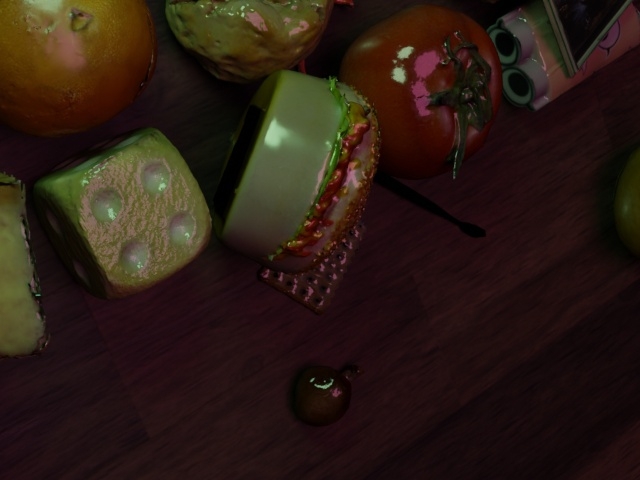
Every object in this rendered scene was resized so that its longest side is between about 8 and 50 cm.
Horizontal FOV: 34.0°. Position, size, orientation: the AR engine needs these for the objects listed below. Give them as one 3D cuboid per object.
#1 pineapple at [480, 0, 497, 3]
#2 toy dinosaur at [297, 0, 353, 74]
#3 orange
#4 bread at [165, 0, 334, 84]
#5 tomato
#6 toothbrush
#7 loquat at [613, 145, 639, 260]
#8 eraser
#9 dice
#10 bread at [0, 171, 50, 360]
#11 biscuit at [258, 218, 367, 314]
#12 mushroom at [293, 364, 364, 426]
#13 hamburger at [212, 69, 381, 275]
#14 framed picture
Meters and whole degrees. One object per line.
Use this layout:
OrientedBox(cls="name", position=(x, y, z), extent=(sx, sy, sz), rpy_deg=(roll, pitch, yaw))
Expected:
OrientedBox(cls="pineapple", position=(0.282, -0.563, 1.662), extent=(0.165, 0.165, 0.365), rpy_deg=(24, 71, -30))
OrientedBox(cls="toy dinosaur", position=(0.008, -0.362, 1.549), extent=(0.101, 0.055, 0.280), rpy_deg=(-7, 98, -22))
OrientedBox(cls="orange", position=(-0.320, -0.243, 1.256), extent=(0.240, 0.240, 0.240), rpy_deg=(-2, 94, -32))
OrientedBox(cls="bread", position=(-0.089, -0.332, 1.431), extent=(0.244, 0.134, 0.245), rpy_deg=(0, 89, -25))
OrientedBox(cls="tomato", position=(0.145, -0.217, 1.534), extent=(0.255, 0.224, 0.256), rpy_deg=(-7, 100, -44))
OrientedBox(cls="toothbrush", position=(0.166, -0.062, 1.677), extent=(0.275, 0.025, 0.019), rpy_deg=(27, 80, -30))
OrientedBox(cls="loquat", position=(0.647, -0.069, 1.858), extent=(0.263, 0.263, 0.263), rpy_deg=(-2, 94, -32))
OrientedBox(cls="eraser", position=(0.417, -0.353, 1.779), extent=(0.290, 0.087, 0.171), rpy_deg=(-33, 108, -27))
OrientedBox(cls="dice", position=(-0.254, -0.036, 1.335), extent=(0.166, 0.169, 0.169), rpy_deg=(-33, 110, -27))
OrientedBox(cls="bread", position=(-0.484, 0.032, 1.148), extent=(0.315, 0.279, 0.249), rpy_deg=(-21, 111, -41))
OrientedBox(cls="biscuit", position=(-0.001, 0.000, 1.584), extent=(0.144, 0.016, 0.203), rpy_deg=(35, 76, -28))
OrientedBox(cls="mushroom", position=(0.018, 0.221, 1.577), extent=(0.129, 0.073, 0.088), rpy_deg=(-36, 80, -27))
OrientedBox(cls="hamburger", position=(-0.029, -0.088, 1.405), extent=(0.179, 0.294, 0.276), rpy_deg=(20, 94, -15))
OrientedBox(cls="framed picture", position=(0.459, -0.444, 1.705), extent=(0.296, 0.019, 0.232), rpy_deg=(-51, 133, -20))
